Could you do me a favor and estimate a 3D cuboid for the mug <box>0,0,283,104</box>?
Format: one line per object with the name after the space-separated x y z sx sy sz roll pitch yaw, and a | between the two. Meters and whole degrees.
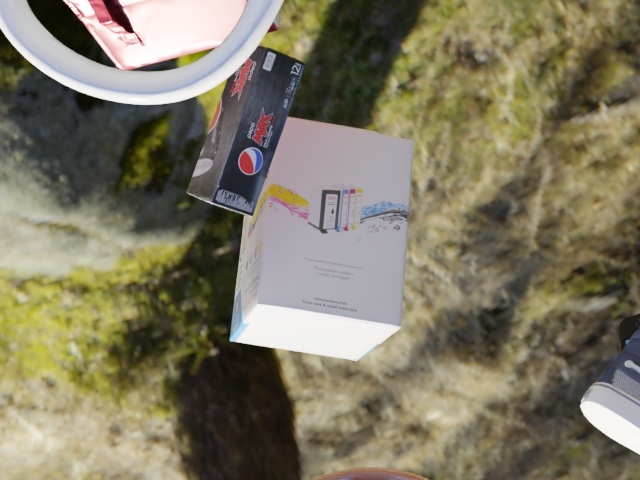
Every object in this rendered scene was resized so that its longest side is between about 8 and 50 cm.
-0.112 -0.280 0.961 0.328 0.276 0.374 16 101 1 | mug

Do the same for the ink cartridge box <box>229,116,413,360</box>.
0.000 0.000 1.616 0.168 0.232 0.171 10 160 -12 | ink cartridge box

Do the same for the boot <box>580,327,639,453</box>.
0.302 0.146 1.058 0.086 0.190 0.069 -49 164 -20 | boot

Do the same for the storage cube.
-0.158 -0.323 1.443 0.193 0.215 0.183 -10 143 23 | storage cube

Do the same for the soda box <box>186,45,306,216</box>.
-0.076 -0.114 1.410 0.053 0.060 0.168 19 92 -35 | soda box

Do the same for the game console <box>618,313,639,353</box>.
0.388 0.131 1.620 0.085 0.144 0.124 27 142 -37 | game console

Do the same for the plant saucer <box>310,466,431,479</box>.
0.033 0.262 1.021 0.200 0.200 0.037 -18 138 -6 | plant saucer
